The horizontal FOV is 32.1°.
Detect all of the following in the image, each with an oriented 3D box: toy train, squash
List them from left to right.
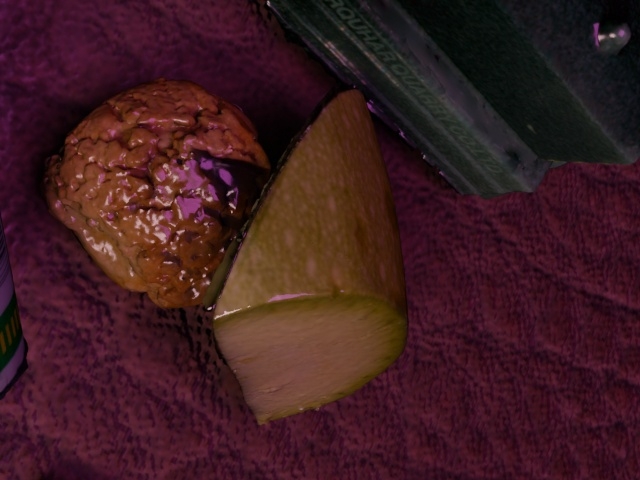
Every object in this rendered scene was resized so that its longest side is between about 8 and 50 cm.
[{"bbox_3d":[0.021,0.011,0.629,0.192,0.085,0.184,79,34,-65],"label":"squash"},{"bbox_3d":[0.082,-0.149,0.651,0.330,0.178,0.138,41,73,-31],"label":"toy train"}]

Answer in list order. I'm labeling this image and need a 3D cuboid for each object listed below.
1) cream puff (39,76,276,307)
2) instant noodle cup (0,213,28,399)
[{"bbox_3d":[-0.080,-0.027,0.603,0.133,0.104,0.119,29,88,-39],"label":"cream puff"},{"bbox_3d":[-0.218,-0.034,0.458,0.207,0.207,0.232,-26,117,-29],"label":"instant noodle cup"}]
